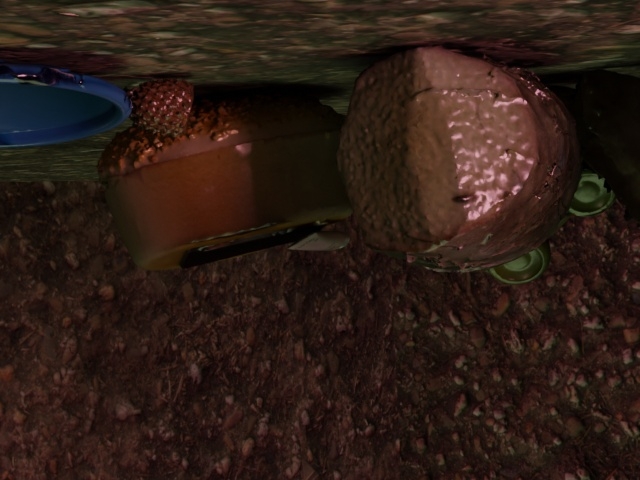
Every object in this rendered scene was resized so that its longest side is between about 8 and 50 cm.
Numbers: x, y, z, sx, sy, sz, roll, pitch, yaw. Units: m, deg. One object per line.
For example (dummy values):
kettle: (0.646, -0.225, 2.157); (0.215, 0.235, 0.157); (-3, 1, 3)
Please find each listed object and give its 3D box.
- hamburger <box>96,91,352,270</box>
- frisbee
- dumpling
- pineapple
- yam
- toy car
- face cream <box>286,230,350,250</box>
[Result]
hamburger: (-0.103, -0.073, 1.359); (0.302, 0.170, 0.302); (-14, 175, -1)
frisbee: (-0.280, -0.120, 1.031); (0.242, 0.045, 0.242); (-4, 172, -1)
dumpling: (0.389, -0.060, 1.189); (0.332, 0.166, 0.086); (16, 172, 15)
pineapple: (-0.181, -0.132, 1.136); (0.124, 0.058, 0.058); (11, 179, -8)
yam: (0.128, -0.078, 1.119); (0.201, 0.202, 0.271); (-26, 169, 26)
toy car: (0.188, -0.089, 1.336); (0.235, 0.235, 0.145); (-3, -143, 6)
face cream: (0.000, 0.000, 1.348); (0.038, 0.020, 0.115); (-28, 168, 21)
